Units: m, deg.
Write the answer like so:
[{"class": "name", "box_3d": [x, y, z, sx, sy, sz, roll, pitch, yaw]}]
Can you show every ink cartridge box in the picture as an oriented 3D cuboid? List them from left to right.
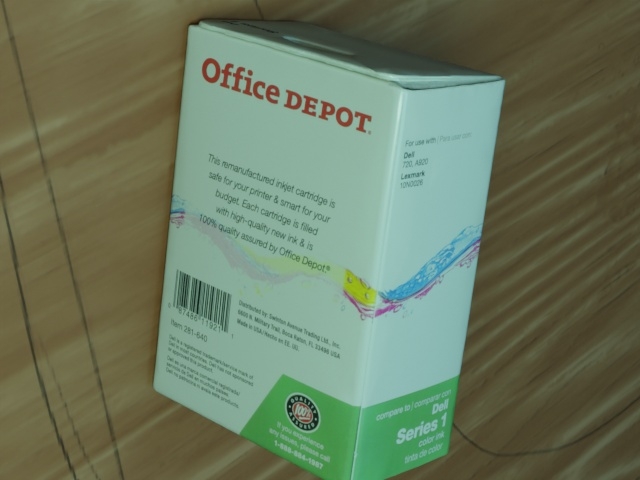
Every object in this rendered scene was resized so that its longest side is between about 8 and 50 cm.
[{"class": "ink cartridge box", "box_3d": [0.000, 0.000, 1.055, 0.117, 0.201, 0.278, -11, 114, -46]}]
